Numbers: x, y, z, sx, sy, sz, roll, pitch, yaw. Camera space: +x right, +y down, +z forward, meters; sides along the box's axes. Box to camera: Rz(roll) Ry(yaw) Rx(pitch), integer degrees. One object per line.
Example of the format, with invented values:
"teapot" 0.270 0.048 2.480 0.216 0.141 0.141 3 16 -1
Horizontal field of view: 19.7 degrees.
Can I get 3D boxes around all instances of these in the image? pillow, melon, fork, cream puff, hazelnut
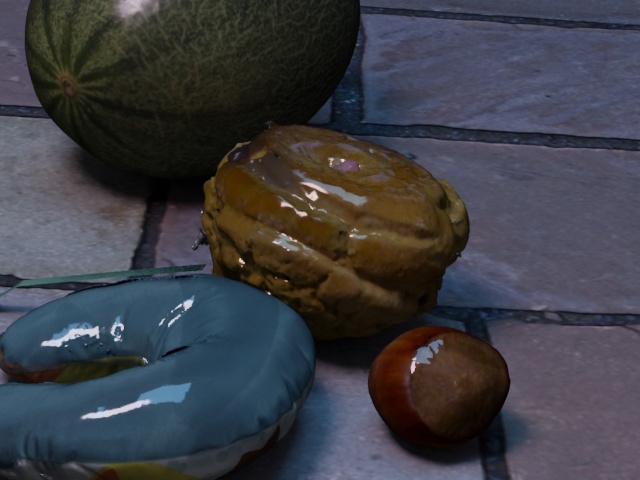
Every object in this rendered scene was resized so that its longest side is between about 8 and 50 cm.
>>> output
"pillow" -0.111 0.081 1.116 0.214 0.086 0.233 1 23 6
"melon" -0.104 -0.172 1.467 0.237 0.237 0.302 18 30 27
"fork" -0.186 0.033 1.243 0.235 0.021 0.039 -3 27 18
"cream puff" 0.000 0.000 1.244 0.189 0.129 0.189 15 15 -4
"hazelnut" 0.071 0.092 1.133 0.086 0.086 0.086 3 25 -1
